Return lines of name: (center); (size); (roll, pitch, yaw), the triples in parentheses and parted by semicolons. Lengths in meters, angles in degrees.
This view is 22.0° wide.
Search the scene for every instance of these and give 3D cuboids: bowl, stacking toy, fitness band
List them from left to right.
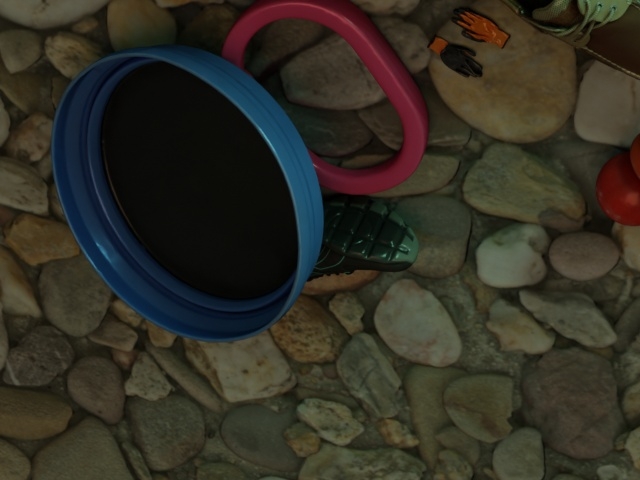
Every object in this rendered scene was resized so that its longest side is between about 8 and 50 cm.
bowl: (-0.164, -0.061, 2.044); (0.391, 0.077, 0.391); (19, 125, 28)
fitness band: (0.005, -0.174, 1.997); (0.209, 0.054, 0.291); (-24, 116, 30)
stacking toy: (0.423, -0.121, 1.853); (0.141, 0.141, 0.330); (35, 138, -10)

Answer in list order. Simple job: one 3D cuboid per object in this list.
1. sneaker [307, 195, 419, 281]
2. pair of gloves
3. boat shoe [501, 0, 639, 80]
sneaker: (0.000, 0.000, 2.112); (0.267, 0.101, 0.106); (13, 138, 18)
pair of gloves: (0.173, -0.231, 1.931); (0.074, 0.010, 0.083); (32, 129, -8)
boat shoe: (0.270, -0.265, 1.808); (0.324, 0.116, 0.123); (33, 128, -8)
